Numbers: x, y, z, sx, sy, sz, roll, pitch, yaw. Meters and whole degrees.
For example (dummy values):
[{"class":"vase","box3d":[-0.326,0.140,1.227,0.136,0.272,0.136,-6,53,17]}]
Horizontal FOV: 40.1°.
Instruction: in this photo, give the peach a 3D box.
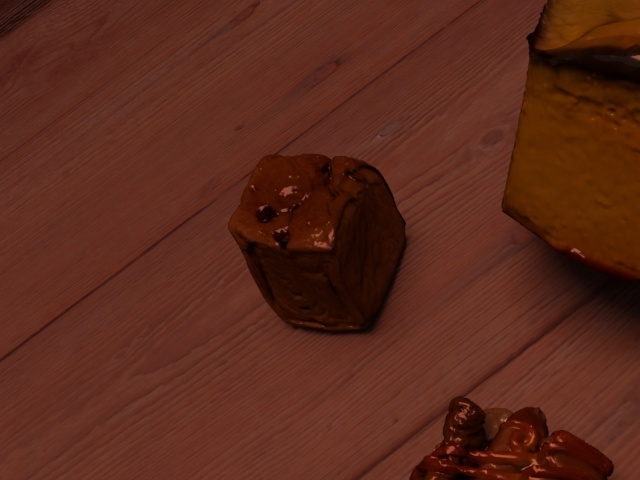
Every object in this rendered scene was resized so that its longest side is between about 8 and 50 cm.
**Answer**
[{"class":"peach","box3d":[0.316,-0.104,0.754,0.306,0.243,0.380,4,30,14]}]

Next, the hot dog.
[{"class":"hot dog","box3d":[0.090,0.271,0.650,0.158,0.117,0.349,17,62,42]}]

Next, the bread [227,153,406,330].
[{"class":"bread","box3d":[0.000,0.000,0.941,0.149,0.158,0.143,-2,46,34]}]
